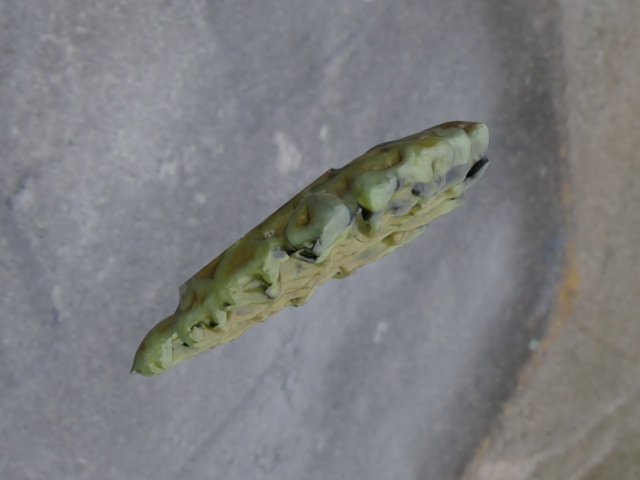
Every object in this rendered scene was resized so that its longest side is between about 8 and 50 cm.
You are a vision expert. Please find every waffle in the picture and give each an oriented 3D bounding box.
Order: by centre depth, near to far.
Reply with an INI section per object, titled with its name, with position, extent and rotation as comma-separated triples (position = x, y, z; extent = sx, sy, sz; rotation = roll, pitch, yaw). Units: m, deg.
[waffle]
position = -0.001, -0.003, 0.884
extent = 0.204, 0.223, 0.054
rotation = -23, 79, -50
